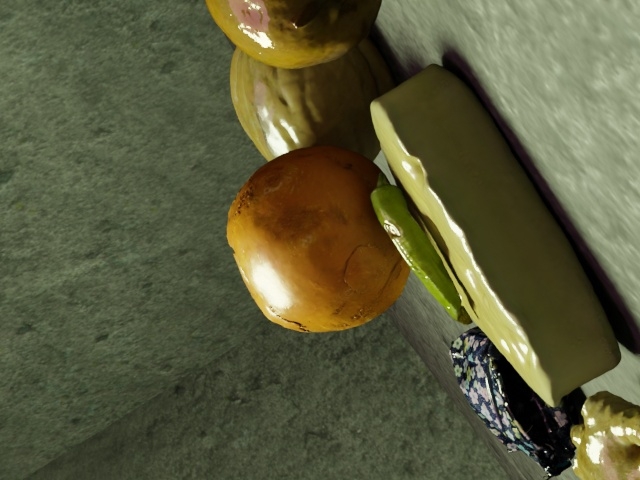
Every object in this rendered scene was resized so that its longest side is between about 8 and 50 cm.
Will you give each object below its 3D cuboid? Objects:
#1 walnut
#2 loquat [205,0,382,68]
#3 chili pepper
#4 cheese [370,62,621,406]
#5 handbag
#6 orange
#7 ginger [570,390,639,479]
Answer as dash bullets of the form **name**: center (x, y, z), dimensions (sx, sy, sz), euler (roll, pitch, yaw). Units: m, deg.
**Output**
- **walnut**: center (-0.013, -0.199, 1.736), dimensions (0.261, 0.225, 0.225), euler (66, 174, -26)
- **loquat**: center (-0.036, -0.289, 1.364), dimensions (0.238, 0.193, 0.238), euler (59, 170, 17)
- **chili pepper**: center (0.114, 0.017, 1.487), dimensions (0.208, 0.043, 0.049), euler (59, 165, -5)
- **cheese**: center (0.203, 0.021, 1.440), dimensions (0.384, 0.104, 0.384), euler (60, 178, 4)
- **handbag**: center (0.287, 0.220, 1.865), dimensions (0.228, 0.127, 0.208), euler (59, 170, -9)
- **orange**: center (0.000, 0.000, 1.609), dimensions (0.240, 0.240, 0.240), euler (58, 177, 5)
- **ginger**: center (0.356, 0.259, 1.439), dimensions (0.157, 0.102, 0.216), euler (13, 137, 46)
